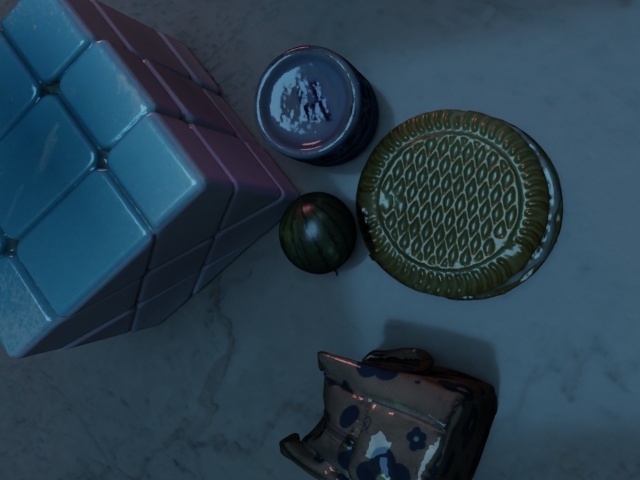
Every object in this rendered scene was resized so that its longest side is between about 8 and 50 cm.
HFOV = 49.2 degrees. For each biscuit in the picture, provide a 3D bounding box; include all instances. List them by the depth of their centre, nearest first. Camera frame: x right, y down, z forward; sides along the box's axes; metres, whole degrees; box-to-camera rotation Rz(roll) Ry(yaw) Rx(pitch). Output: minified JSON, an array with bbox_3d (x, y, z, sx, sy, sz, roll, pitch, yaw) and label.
[{"bbox_3d":[0.173,-0.044,0.890,0.259,0.079,0.259,0,90,18],"label":"biscuit"}]

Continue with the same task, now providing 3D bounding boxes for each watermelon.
[{"bbox_3d":[0.000,0.000,0.940,0.105,0.105,0.133,-9,124,17],"label":"watermelon"}]

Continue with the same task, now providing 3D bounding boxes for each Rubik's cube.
[{"bbox_3d":[-0.274,-0.080,0.909,0.322,0.319,0.316,-39,80,15],"label":"Rubik's cube"}]

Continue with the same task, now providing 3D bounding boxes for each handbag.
[{"bbox_3d":[0.087,0.225,0.837,0.193,0.251,0.190,18,89,26],"label":"handbag"}]

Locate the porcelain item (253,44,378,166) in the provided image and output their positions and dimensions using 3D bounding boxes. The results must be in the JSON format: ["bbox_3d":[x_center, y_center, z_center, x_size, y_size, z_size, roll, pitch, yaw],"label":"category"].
[{"bbox_3d":[-0.003,-0.174,0.928,0.147,0.114,0.147,0,91,19],"label":"porcelain item"}]
